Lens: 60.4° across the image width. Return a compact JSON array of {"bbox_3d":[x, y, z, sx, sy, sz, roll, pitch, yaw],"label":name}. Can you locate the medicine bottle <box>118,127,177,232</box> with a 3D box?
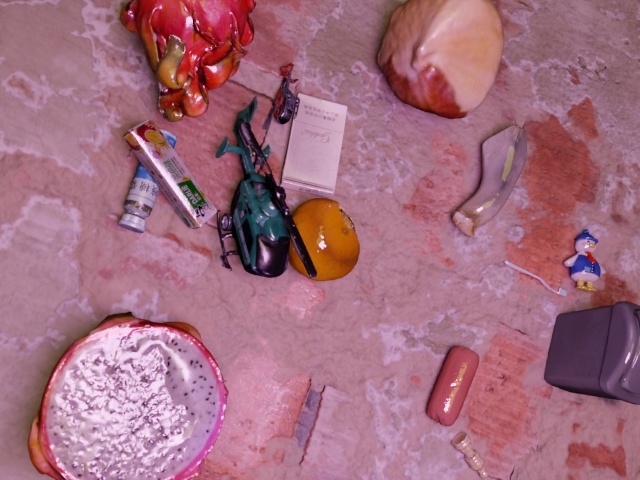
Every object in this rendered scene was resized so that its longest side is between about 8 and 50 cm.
[{"bbox_3d":[-0.313,-0.110,1.000,0.051,0.051,0.191,17,76,-11],"label":"medicine bottle"}]

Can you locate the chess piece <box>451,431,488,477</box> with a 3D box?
[{"bbox_3d":[0.293,0.417,1.059,0.035,0.035,0.092,-36,93,-18],"label":"chess piece"}]

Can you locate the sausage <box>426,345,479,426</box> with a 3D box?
[{"bbox_3d":[0.255,0.279,1.060,0.062,0.062,0.154,29,73,-7],"label":"sausage"}]

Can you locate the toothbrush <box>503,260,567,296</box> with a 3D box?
[{"bbox_3d":[0.461,0.083,1.179,0.162,0.014,0.017,25,88,-8],"label":"toothbrush"}]

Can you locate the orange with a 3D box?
[{"bbox_3d":[0.000,0.000,1.024,0.156,0.134,0.157,30,53,-49],"label":"orange"}]

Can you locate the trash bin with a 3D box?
[{"bbox_3d":[0.549,0.215,1.057,0.101,0.236,0.177,20,75,-9],"label":"trash bin"}]

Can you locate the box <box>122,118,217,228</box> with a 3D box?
[{"bbox_3d":[-0.265,-0.116,0.980,0.050,0.041,0.207,-46,114,-33],"label":"box"}]

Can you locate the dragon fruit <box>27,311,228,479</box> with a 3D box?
[{"bbox_3d":[-0.289,0.259,0.871,0.290,0.189,0.291,2,83,-21],"label":"dragon fruit"}]

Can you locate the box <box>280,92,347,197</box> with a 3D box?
[{"bbox_3d":[-0.012,-0.191,1.106,0.109,0.029,0.199,12,75,-12],"label":"box"}]

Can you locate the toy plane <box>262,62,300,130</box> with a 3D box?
[{"bbox_3d":[-0.072,-0.288,1.098,0.037,0.060,0.145,22,76,-49],"label":"toy plane"}]

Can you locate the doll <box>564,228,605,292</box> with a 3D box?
[{"bbox_3d":[0.577,0.042,1.197,0.098,0.058,0.143,16,70,-10],"label":"doll"}]

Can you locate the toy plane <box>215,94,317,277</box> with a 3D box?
[{"bbox_3d":[-0.113,-0.076,0.987,0.106,0.155,0.382,6,55,-37],"label":"toy plane"}]

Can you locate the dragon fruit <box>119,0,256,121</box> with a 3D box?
[{"bbox_3d":[-0.222,-0.389,0.991,0.243,0.227,0.307,-24,88,-13],"label":"dragon fruit"}]

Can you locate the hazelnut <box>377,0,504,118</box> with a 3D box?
[{"bbox_3d":[0.235,-0.373,1.089,0.241,0.261,0.261,-16,82,-48],"label":"hazelnut"}]

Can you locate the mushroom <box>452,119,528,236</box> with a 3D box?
[{"bbox_3d":[0.363,-0.130,1.157,0.096,0.099,0.278,27,77,-2],"label":"mushroom"}]
